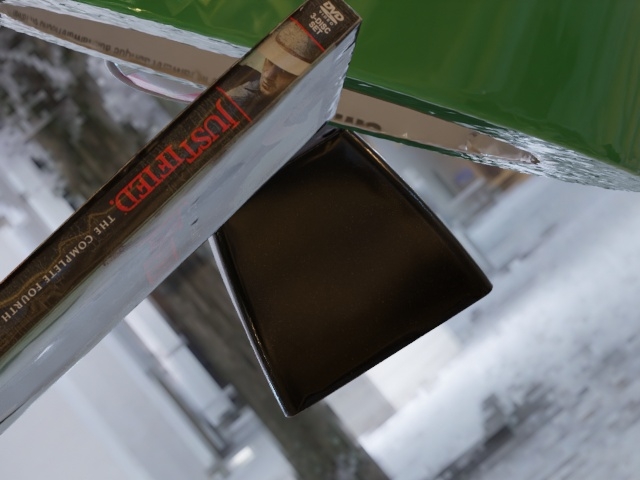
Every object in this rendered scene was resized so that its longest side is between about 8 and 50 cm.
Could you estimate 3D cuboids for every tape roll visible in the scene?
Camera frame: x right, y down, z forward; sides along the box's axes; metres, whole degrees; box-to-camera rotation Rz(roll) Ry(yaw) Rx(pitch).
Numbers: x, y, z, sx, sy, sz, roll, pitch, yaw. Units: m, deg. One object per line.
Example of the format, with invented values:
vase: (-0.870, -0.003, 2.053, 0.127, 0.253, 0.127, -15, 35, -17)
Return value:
tape roll: (-0.012, -0.097, 0.701, 0.321, 0.321, 0.077, -14, -61, -88)

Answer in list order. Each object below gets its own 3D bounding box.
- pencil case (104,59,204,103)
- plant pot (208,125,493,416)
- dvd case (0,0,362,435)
pencil case: (-0.058, -0.220, 1.105, 0.113, 0.273, 0.124, 1, -16, 34)
plant pot: (0.000, 0.000, 1.388, 0.188, 0.167, 0.187, -31, 16, -1)
dvd case: (-0.040, 0.000, 0.375, 0.119, 0.013, 0.087, -45, -4, -9)
